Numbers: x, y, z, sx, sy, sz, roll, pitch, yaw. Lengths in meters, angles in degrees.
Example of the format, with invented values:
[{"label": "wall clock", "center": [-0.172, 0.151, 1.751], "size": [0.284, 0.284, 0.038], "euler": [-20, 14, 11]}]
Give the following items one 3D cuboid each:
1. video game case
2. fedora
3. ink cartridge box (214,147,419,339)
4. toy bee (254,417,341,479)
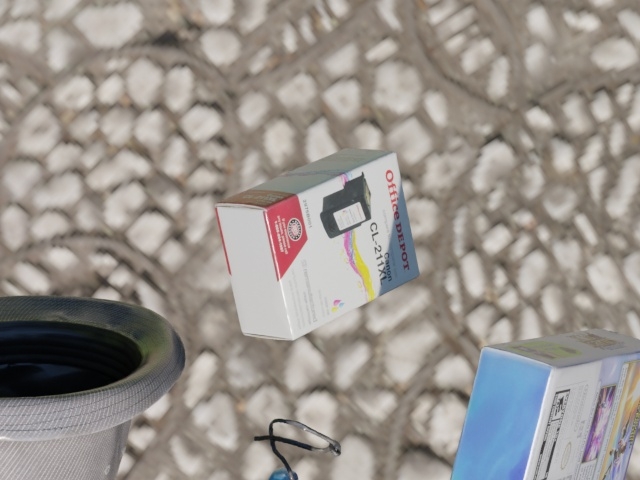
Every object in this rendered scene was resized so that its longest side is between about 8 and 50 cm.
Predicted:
[{"label": "video game case", "center": [0.156, 0.204, 1.439], "size": [0.061, 0.244, 0.269], "euler": [17, 98, 26]}, {"label": "fedora", "center": [-0.227, 0.140, 1.512], "size": [0.243, 0.275, 0.124], "euler": [1, 105, 1]}, {"label": "ink cartridge box", "center": [0.000, 0.000, 1.781], "size": [0.072, 0.127, 0.175], "euler": [4, 22, 46]}, {"label": "toy bee", "center": [-0.031, 0.298, 1.889], "size": [0.195, 0.298, 0.162], "euler": [3, 64, 36]}]
